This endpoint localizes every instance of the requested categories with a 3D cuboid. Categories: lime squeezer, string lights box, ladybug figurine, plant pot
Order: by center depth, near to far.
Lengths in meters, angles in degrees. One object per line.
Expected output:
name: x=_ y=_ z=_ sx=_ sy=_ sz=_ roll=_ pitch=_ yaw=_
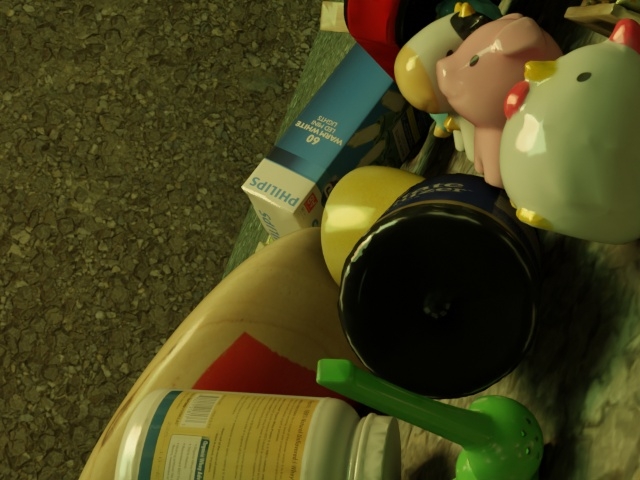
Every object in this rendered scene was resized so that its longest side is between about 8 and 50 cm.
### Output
lime squeezer: x=0.084 y=0.142 z=0.620 sx=0.310 sy=0.110 sz=0.058 roll=66 pitch=-170 yaw=-60
plant pot: x=0.082 y=-0.007 z=0.922 sx=0.095 sy=0.134 sz=0.134 roll=-2 pitch=62 yaw=51
ladybug figurine: x=-0.086 y=0.196 z=1.019 sx=0.449 sy=0.162 sz=0.305 roll=-55 pitch=-19 yaw=13
string lights box: x=0.033 y=-0.108 z=1.112 sx=0.259 sy=0.077 sz=0.133 roll=-54 pitch=-29 yaw=-17

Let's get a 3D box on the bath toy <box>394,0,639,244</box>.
bath toy: x=0.140 y=-0.104 z=0.698 sx=0.348 sy=0.152 sz=0.128 roll=-108 pitch=32 yaw=-72

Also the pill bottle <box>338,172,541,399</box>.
pill bottle: x=0.091 y=0.019 z=0.688 sx=0.122 sy=0.123 sz=0.219 roll=-64 pitch=-6 yaw=15

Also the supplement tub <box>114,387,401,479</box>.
supplement tub: x=-0.044 y=0.191 z=0.771 sx=0.144 sy=0.200 sz=0.144 roll=2 pitch=-90 yaw=-77

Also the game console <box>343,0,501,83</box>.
game console: x=0.158 y=-0.332 z=0.958 sx=0.386 sy=0.060 sz=0.342 roll=-62 pitch=-15 yaw=3

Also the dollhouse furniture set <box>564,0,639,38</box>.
dollhouse furniture set: x=0.200 y=-0.245 z=0.668 sx=0.101 sy=0.161 sz=0.181 roll=-116 pitch=49 yaw=-77

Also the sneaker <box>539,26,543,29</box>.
sneaker: x=0.164 y=-0.161 z=0.974 sx=0.152 sy=0.061 sz=0.053 roll=-49 pitch=18 yaw=56

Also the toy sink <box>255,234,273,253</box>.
toy sink: x=0.000 y=0.000 z=1.272 sx=0.153 sy=0.131 sz=0.234 roll=-139 pitch=71 yaw=-80

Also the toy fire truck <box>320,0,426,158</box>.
toy fire truck: x=0.070 y=-0.241 z=1.333 sx=0.246 sy=0.159 sz=0.217 roll=-123 pitch=56 yaw=-75
